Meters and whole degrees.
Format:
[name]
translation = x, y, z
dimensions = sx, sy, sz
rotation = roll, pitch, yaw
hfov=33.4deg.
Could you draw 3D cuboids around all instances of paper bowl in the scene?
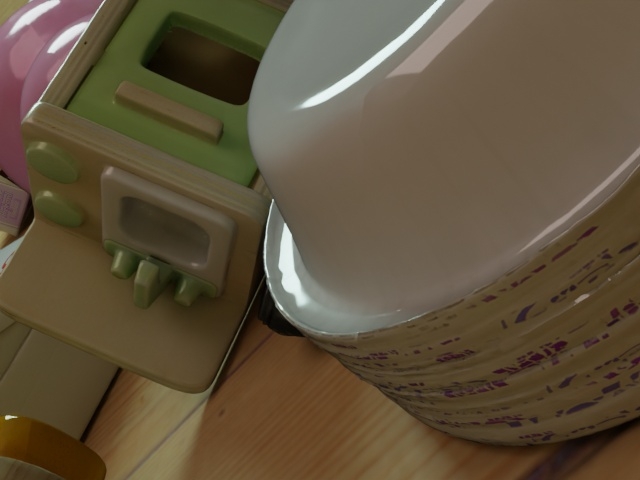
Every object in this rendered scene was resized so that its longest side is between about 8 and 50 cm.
[paper bowl]
translation = 0.081, -0.071, 0.446
dimensions = 0.284, 0.148, 0.284
rotation = -40, 26, 24

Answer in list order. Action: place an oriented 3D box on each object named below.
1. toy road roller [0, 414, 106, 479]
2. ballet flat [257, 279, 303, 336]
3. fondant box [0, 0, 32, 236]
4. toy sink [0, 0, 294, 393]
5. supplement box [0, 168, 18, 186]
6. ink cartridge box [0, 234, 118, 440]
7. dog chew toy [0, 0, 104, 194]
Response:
[toy road roller]
translation = -0.306, 0.210, 0.631
dimensions = 0.330, 0.241, 0.202
rotation = -32, 31, 39
[ballet flat]
translation = 0.000, 0.000, 0.640
dimensions = 0.173, 0.049, 0.057
rotation = -76, 5, -52
[fondant box]
translation = -0.392, -0.202, 1.471
dimensions = 0.330, 0.096, 0.238
rotation = -81, 15, -50
[toy sink]
translation = -0.090, -0.050, 0.666
dimensions = 0.131, 0.153, 0.234
rotation = 108, -174, -61
[supplement box]
translation = -0.279, -0.131, 1.243
dimensions = 0.081, 0.104, 0.188
rotation = -29, 32, 43
[ink cartridge box]
translation = -0.281, 0.121, 0.873
dimensions = 0.273, 0.114, 0.197
rotation = -21, 37, 51
[dog chew toy]
translation = -0.171, -0.110, 0.912
dimensions = 0.206, 0.207, 0.332
rotation = -55, 31, -6
